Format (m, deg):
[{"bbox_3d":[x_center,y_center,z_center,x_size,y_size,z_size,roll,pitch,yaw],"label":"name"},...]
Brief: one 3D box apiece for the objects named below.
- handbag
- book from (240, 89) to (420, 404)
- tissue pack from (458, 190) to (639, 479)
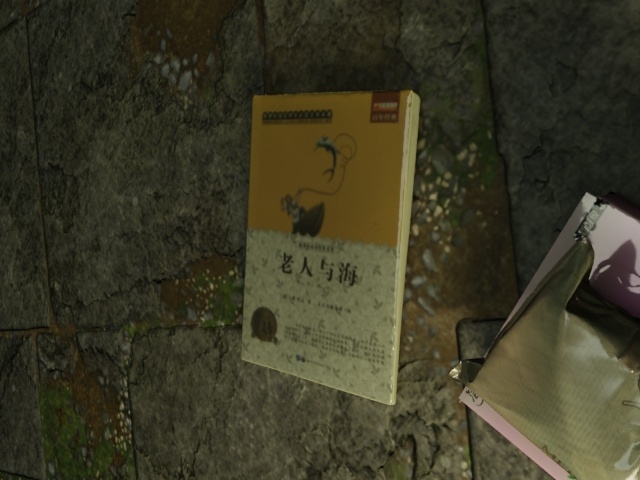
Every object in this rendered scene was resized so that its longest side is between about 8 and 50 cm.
[{"bbox_3d":[0.247,0.130,0.489,0.270,0.117,0.182,38,127,21],"label":"handbag"},{"bbox_3d":[0.000,0.000,0.852,0.269,0.032,0.388,7,97,38],"label":"book"},{"bbox_3d":[0.262,0.095,0.602,0.148,0.092,0.246,37,114,29],"label":"tissue pack"}]
